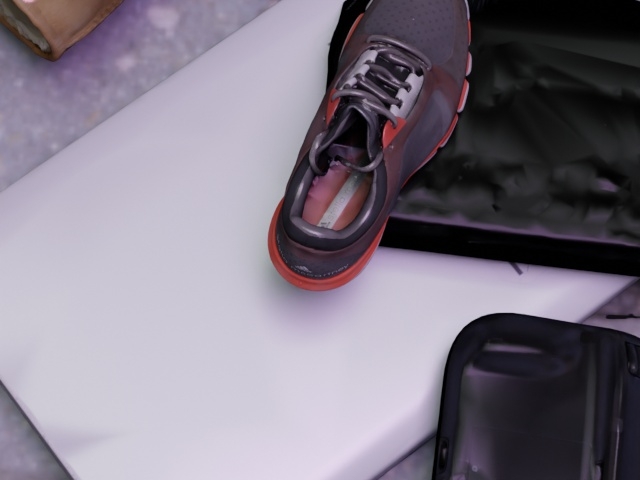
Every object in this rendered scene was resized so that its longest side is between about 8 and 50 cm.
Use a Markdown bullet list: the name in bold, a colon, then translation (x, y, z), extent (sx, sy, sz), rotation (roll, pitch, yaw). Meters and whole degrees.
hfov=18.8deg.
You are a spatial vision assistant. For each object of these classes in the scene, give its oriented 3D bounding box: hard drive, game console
- **hard drive**: translation (0.000, 0.000, 0.910), extent (0.319, 0.040, 0.210), rotation (-36, 79, -13)
- **game console**: translation (0.093, 0.052, 0.858), extent (0.213, 0.044, 0.361), rotation (7, 73, 0)

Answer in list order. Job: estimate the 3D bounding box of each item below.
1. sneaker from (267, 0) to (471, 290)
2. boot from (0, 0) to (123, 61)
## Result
- **sneaker**: translation (0.027, -0.054, 0.829), extent (0.061, 0.065, 0.158), rotation (20, 75, 5)
- **boot**: translation (-0.113, -0.254, 0.934), extent (0.236, 0.089, 0.269), rotation (42, 79, 18)
